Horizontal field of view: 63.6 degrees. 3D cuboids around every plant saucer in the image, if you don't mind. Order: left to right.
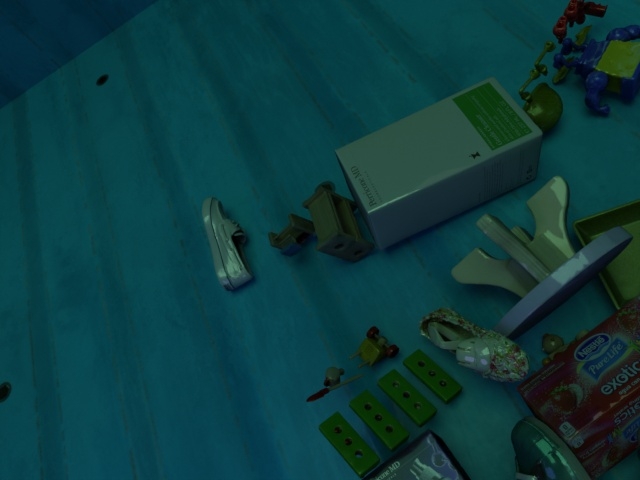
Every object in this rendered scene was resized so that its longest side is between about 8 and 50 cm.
[{"bbox_3d":[0.577,0.021,0.913,0.188,0.045,0.188,-20,57,13],"label":"plant saucer"}]

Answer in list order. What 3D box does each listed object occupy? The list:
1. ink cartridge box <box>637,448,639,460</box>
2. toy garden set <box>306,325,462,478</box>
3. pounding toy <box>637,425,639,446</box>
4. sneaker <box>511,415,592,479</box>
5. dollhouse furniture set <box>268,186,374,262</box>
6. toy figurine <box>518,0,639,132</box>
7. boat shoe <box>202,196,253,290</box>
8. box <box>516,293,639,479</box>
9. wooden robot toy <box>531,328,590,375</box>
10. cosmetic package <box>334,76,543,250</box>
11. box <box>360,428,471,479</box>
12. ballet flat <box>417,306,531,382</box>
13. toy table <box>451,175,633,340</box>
[{"bbox_3d":[0.571,0.341,0.662,0.232,0.171,0.168,-12,59,18],"label":"ink cartridge box"},{"bbox_3d":[0.096,0.279,0.936,0.244,0.049,0.204,-29,49,-26],"label":"toy garden set"},{"bbox_3d":[0.459,0.313,0.555,0.182,0.110,0.237,-7,63,21],"label":"pounding toy"},{"bbox_3d":[0.326,0.408,0.717,0.121,0.108,0.302,-18,75,-11],"label":"sneaker"},{"bbox_3d":[0.000,0.000,1.153,0.183,0.129,0.129,-39,51,30],"label":"dollhouse furniture set"},{"bbox_3d":[0.578,-0.354,1.042,0.217,0.191,0.363,26,77,28],"label":"toy figurine"},{"bbox_3d":[-0.221,-0.003,1.264,0.084,0.095,0.258,-22,67,7],"label":"boat shoe"},{"bbox_3d":[0.454,0.220,0.788,0.257,0.128,0.123,-38,29,1],"label":"box"},{"bbox_3d":[0.416,0.182,0.885,0.173,0.076,0.079,-33,44,4],"label":"wooden robot toy"},{"bbox_3d":[0.239,-0.157,1.077,0.365,0.155,0.197,-25,56,0],"label":"cosmetic package"},{"bbox_3d":[0.184,0.436,0.821,0.153,0.108,0.207,-39,55,1],"label":"box"},{"bbox_3d":[0.251,0.184,0.895,0.241,0.077,0.091,-157,64,-66],"label":"ballet flat"},{"bbox_3d":[0.364,0.034,0.893,0.274,0.252,0.161,-42,63,12],"label":"toy table"}]
